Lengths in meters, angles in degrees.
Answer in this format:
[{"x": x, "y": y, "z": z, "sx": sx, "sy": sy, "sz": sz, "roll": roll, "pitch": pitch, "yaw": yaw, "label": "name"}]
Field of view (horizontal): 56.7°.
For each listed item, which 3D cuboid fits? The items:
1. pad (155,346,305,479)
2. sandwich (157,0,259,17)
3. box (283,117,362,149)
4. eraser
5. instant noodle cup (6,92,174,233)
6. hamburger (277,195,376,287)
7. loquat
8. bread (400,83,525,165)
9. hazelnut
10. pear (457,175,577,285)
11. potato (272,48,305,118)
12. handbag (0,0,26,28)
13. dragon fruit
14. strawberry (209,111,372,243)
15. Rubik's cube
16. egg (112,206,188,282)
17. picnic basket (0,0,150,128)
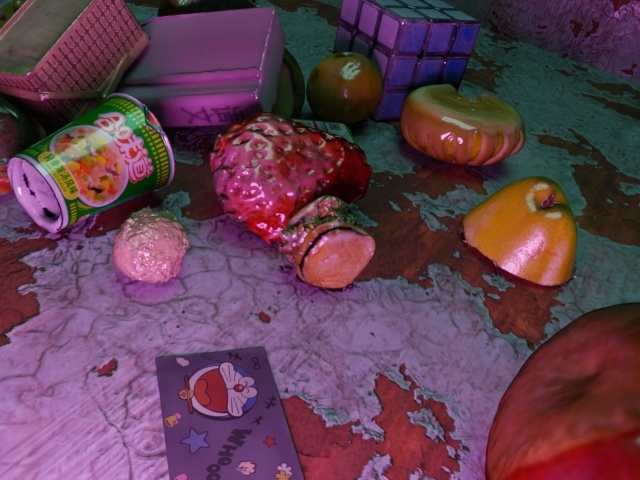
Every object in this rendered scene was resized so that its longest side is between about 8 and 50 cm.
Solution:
[{"x": -0.127, "y": 0.242, "z": 0.804, "sx": 0.170, "sy": 0.006, "sz": 0.246, "roll": -1, "pitch": 37, "yaw": -21, "label": "pad"}, {"x": -0.310, "y": -0.606, "z": 1.632, "sx": 0.262, "sy": 0.325, "sz": 0.131, "roll": -11, "pitch": 61, "yaw": -34, "label": "sandwich"}, {"x": -0.034, "y": -0.197, "z": 1.354, "sx": 0.249, "sy": 0.103, "sz": 0.180, "roll": 2, "pitch": 37, "yaw": -18, "label": "box"}, {"x": -0.277, "y": -0.395, "z": 1.366, "sx": 0.358, "sy": 0.122, "sz": 0.273, "roll": 2, "pitch": 65, "yaw": 14, "label": "eraser"}, {"x": -0.419, "y": -0.135, "z": 1.073, "sx": 0.207, "sy": 0.207, "sz": 0.232, "roll": 30, "pitch": 45, "yaw": 22, "label": "instant noodle cup"}, {"x": 0.000, "y": 0.000, "z": 1.048, "sx": 0.184, "sy": 0.159, "sz": 0.131, "roll": 11, "pitch": 34, "yaw": -40, "label": "hamburger"}, {"x": 0.064, "y": -0.401, "z": 1.595, "sx": 0.212, "sy": 0.213, "sz": 0.213, "roll": 9, "pitch": 36, "yaw": -6, "label": "loquat"}, {"x": 0.369, "y": -0.293, "z": 1.569, "sx": 0.332, "sy": 0.160, "sz": 0.333, "roll": 7, "pitch": 36, "yaw": -5, "label": "bread"}, {"x": 0.385, "y": 0.260, "z": 0.669, "sx": 0.358, "sy": 0.359, "sz": 0.409, "roll": 24, "pitch": 45, "yaw": 14, "label": "hazelnut"}, {"x": 0.447, "y": -0.047, "z": 1.249, "sx": 0.266, "sy": 0.178, "sz": 0.267, "roll": 12, "pitch": 33, "yaw": -8, "label": "pear"}, {"x": -0.113, "y": -0.460, "z": 1.585, "sx": 0.270, "sy": 0.112, "sz": 0.255, "roll": 56, "pitch": 19, "yaw": -10, "label": "potato"}, {"x": -0.736, "y": -0.598, "z": 1.662, "sx": 0.282, "sy": 0.133, "sz": 0.401, "roll": 15, "pitch": 35, "yaw": -7, "label": "handbag"}, {"x": -0.661, "y": -0.193, "z": 1.126, "sx": 0.295, "sy": 0.130, "sz": 0.268, "roll": 29, "pitch": 43, "yaw": 20, "label": "dragon fruit"}, {"x": -0.045, "y": -0.145, "z": 1.152, "sx": 0.335, "sy": 0.149, "sz": 0.265, "roll": -9, "pitch": 67, "yaw": -23, "label": "strawberry"}, {"x": 0.237, "y": -0.563, "z": 1.772, "sx": 0.300, "sy": 0.305, "sz": 0.304, "roll": -10, "pitch": 40, "yaw": -30, "label": "Rubik's cube"}, {"x": -0.277, "y": 0.010, "z": 0.975, "sx": 0.116, "sy": 0.118, "sz": 0.140, "roll": 5, "pitch": 24, "yaw": 17, "label": "egg"}, {"x": -0.558, "y": -0.402, "z": 1.289, "sx": 0.227, "sy": 0.175, "sz": 0.313, "roll": 15, "pitch": 65, "yaw": 28, "label": "picnic basket"}]
